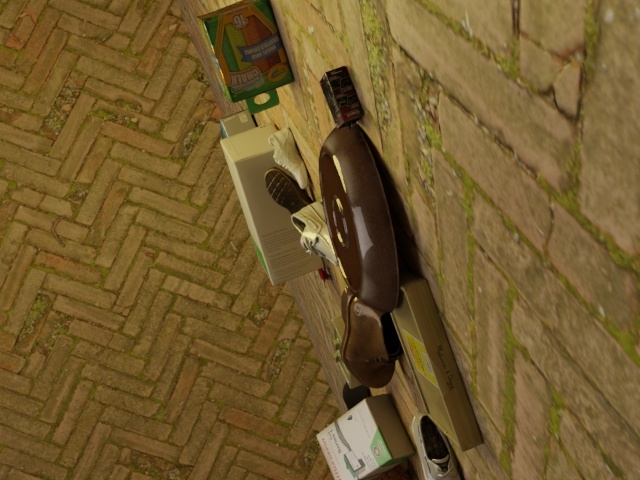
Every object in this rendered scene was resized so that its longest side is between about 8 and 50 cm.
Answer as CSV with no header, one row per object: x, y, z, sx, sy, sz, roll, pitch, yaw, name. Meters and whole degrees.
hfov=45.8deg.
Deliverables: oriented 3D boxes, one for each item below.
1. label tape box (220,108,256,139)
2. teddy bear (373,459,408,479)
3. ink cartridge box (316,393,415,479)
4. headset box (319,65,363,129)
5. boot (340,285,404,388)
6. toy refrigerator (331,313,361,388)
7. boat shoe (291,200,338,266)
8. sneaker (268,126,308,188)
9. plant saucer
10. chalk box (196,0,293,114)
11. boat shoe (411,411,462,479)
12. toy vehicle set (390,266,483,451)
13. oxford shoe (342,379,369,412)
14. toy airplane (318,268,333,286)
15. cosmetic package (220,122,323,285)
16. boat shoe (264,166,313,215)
-0.216,-0.231,2.461,0.240,0.106,0.333,136,111,-83,label tape box
0.192,0.623,2.075,0.338,0.113,0.245,66,-175,-53,teddy bear
0.107,0.500,1.864,0.219,0.093,0.160,-46,58,37,ink cartridge box
0.031,-0.198,1.077,0.062,0.032,0.083,177,73,-82,headset box
0.108,0.206,1.435,0.115,0.112,0.305,48,159,40,boot
0.083,0.254,1.756,0.269,0.094,0.102,83,163,-66,toy refrigerator
0.000,0.000,1.656,0.258,0.084,0.095,-125,16,-62,boat shoe
-0.074,-0.184,1.759,0.053,0.061,0.152,122,124,-79,sneaker
0.050,-0.033,1.185,0.310,0.050,0.310,167,90,-82,plant saucer
-0.141,-0.353,1.486,0.132,0.132,0.213,-128,17,-66,chalk box
0.217,0.399,1.367,0.063,0.066,0.184,90,167,-73,boat shoe
0.164,0.175,1.168,0.166,0.035,0.266,-147,36,-78,toy vehicle set
0.113,0.459,2.256,0.076,0.076,0.212,-57,-29,-48,oxford shoe
-0.001,0.074,2.096,0.151,0.028,0.151,159,90,-82,toy airplane
-0.124,-0.096,1.971,0.197,0.155,0.365,-126,17,-62,cosmetic package
-0.072,-0.113,1.801,0.178,0.064,0.060,47,-153,-32,boat shoe
